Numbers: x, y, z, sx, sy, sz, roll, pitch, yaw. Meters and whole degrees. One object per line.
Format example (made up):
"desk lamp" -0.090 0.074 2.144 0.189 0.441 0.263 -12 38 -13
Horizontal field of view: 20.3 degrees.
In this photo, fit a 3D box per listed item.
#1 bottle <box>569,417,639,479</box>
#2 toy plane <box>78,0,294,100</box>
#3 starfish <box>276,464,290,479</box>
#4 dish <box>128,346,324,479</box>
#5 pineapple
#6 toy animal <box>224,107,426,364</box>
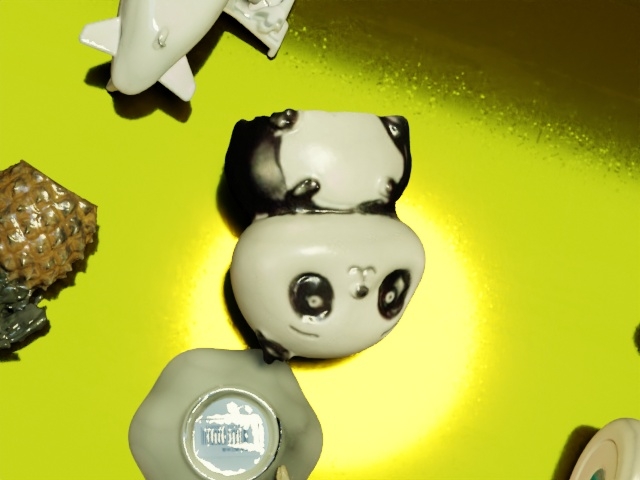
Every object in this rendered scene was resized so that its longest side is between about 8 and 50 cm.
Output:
"bottle" 0.362 0.274 1.701 0.237 0.147 0.147 22 80 -10
"toy plane" -0.138 -0.254 1.733 0.252 0.118 0.252 0 90 -22
"starfish" 0.021 0.368 1.670 0.294 0.084 0.301 20 88 -1
"dish" -0.087 0.188 1.699 0.191 0.066 0.190 1 81 -6
"pineapple" -0.310 0.045 1.682 0.119 0.111 0.237 28 85 29
"toy animal" 0.003 -0.005 1.685 0.187 0.165 0.235 1 79 -23
